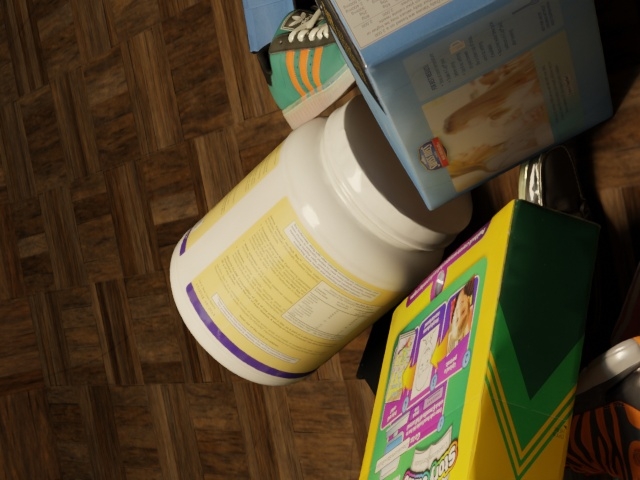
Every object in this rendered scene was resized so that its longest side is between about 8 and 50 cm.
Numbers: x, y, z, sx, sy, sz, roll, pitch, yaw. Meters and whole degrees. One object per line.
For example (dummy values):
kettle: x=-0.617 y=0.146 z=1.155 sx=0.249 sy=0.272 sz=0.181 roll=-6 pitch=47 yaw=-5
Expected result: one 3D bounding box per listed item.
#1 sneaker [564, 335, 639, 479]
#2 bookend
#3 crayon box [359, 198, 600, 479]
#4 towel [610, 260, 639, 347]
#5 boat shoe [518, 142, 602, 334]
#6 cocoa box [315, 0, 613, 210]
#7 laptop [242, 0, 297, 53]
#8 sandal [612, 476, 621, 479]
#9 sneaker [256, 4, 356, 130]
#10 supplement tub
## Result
sneaker: x=0.302 y=0.227 z=1.755 sx=0.321 sy=0.124 sz=0.180 roll=122 pitch=132 yaw=-62
bookend: x=0.127 y=0.168 z=2.179 sx=0.157 sy=0.072 sz=0.156 roll=57 pitch=145 yaw=37
crayon box: x=0.153 y=0.171 z=1.800 sx=0.363 sy=0.106 sz=0.313 roll=131 pitch=154 yaw=-63
towel: x=0.366 y=0.112 z=1.747 sx=0.197 sy=0.029 sz=0.144 roll=53 pitch=143 yaw=40
boat shoe: x=0.268 y=-0.004 z=1.846 sx=0.073 sy=0.080 sz=0.224 roll=17 pitch=120 yaw=54
cocoa box: x=0.130 y=-0.227 z=1.699 sx=0.228 sy=0.231 sz=0.347 roll=63 pitch=-177 yaw=25
laptop: x=-0.193 y=-0.445 z=2.298 sx=0.236 sy=0.407 sz=0.382 roll=-66 pitch=13 yaw=-1
sandal: x=0.357 y=0.311 z=1.805 sx=0.219 sy=0.060 sz=0.090 roll=63 pitch=149 yaw=29
sneaker: x=0.003 y=-0.229 z=2.045 sx=0.121 sy=0.108 sz=0.302 roll=53 pitch=151 yaw=-3
supplement tub: x=0.000 y=0.000 z=2.092 sx=0.331 sy=0.241 sz=0.241 roll=-41 pitch=61 yaw=33
